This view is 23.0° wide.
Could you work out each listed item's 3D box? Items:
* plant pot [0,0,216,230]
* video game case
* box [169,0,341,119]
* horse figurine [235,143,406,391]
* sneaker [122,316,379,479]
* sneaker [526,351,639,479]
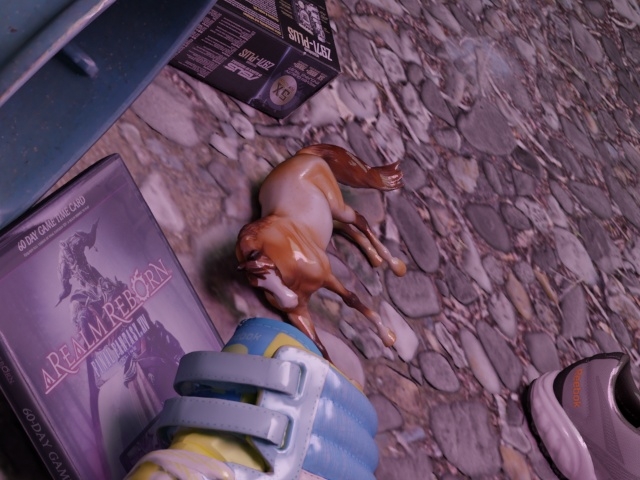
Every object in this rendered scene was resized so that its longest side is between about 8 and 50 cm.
[{"bbox_3d":[-0.268,-0.163,0.827,0.334,0.341,0.341,44,31,-2],"label":"plant pot"},{"bbox_3d":[-0.113,0.099,0.986,0.274,0.026,0.196,63,29,-12],"label":"video game case"},{"bbox_3d":[-0.080,-0.208,1.342,0.180,0.077,0.147,23,42,-41],"label":"box"},{"bbox_3d":[0.000,0.000,1.261,0.174,0.066,0.263,47,33,-24],"label":"horse figurine"},{"bbox_3d":[-0.089,0.140,0.859,0.319,0.127,0.208,11,78,-45],"label":"sneaker"},{"bbox_3d":[0.291,0.224,1.398,0.271,0.108,0.100,59,29,6],"label":"sneaker"}]
